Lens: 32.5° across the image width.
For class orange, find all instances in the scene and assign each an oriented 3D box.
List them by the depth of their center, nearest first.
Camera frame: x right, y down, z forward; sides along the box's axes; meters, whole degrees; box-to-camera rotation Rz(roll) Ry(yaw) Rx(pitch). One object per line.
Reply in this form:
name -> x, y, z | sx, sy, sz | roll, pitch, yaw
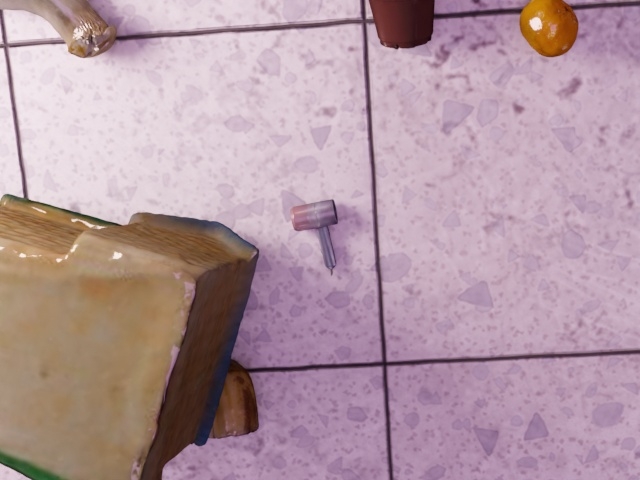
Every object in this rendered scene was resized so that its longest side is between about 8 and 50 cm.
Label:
orange -> 0.304, -0.285, 1.454 | 0.083, 0.083, 0.070 | 43, 117, -8

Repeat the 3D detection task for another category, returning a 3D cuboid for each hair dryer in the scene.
hair dryer -> 0.000, 0.000, 1.567 | 0.063, 0.037, 0.114 | -12, 111, 7

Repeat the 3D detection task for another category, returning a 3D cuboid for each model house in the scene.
model house -> -0.305, 0.115, 1.459 | 0.382, 0.342, 0.334 | 18, 101, 10

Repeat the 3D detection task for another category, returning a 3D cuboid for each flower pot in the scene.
flower pot -> 0.108, -0.304, 1.452 | 0.111, 0.111, 0.089 | -4, 116, 3

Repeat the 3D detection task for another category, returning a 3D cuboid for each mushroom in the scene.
mushroom -> -0.376, -0.324, 1.476 | 0.223, 0.081, 0.092 | 28, 85, -7

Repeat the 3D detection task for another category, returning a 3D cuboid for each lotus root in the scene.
lotus root -> -0.147, 0.236, 1.609 | 0.159, 0.095, 0.135 | 1, 95, 42
